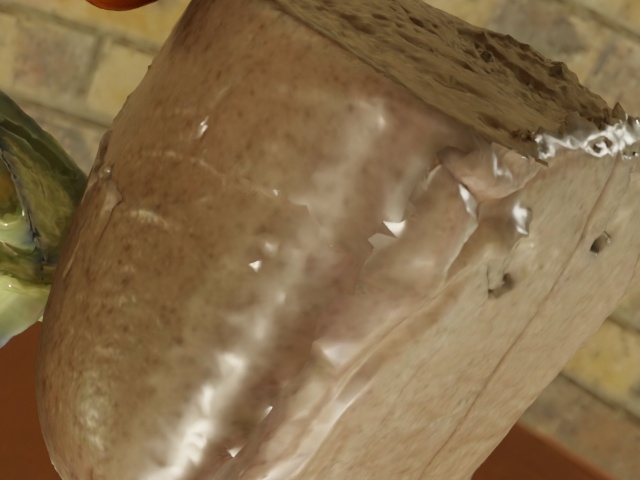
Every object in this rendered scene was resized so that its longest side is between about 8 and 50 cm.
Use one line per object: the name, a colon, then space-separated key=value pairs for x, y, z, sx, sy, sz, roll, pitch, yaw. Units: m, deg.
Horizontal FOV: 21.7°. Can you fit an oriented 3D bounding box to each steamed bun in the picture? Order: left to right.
steamed bun: x=0.000 y=0.000 z=0.704 sx=0.199 sy=0.251 sz=0.301 roll=41 pitch=-164 yaw=22

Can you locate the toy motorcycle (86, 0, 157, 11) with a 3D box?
toy motorcycle: x=-0.124 y=-0.207 z=0.667 sx=0.326 sy=0.221 sz=0.148 roll=11 pitch=-154 yaw=35

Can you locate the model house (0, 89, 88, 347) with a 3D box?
model house: x=-0.255 y=0.064 z=0.953 sx=0.266 sy=0.321 sz=0.261 roll=13 pitch=-134 yaw=-52
